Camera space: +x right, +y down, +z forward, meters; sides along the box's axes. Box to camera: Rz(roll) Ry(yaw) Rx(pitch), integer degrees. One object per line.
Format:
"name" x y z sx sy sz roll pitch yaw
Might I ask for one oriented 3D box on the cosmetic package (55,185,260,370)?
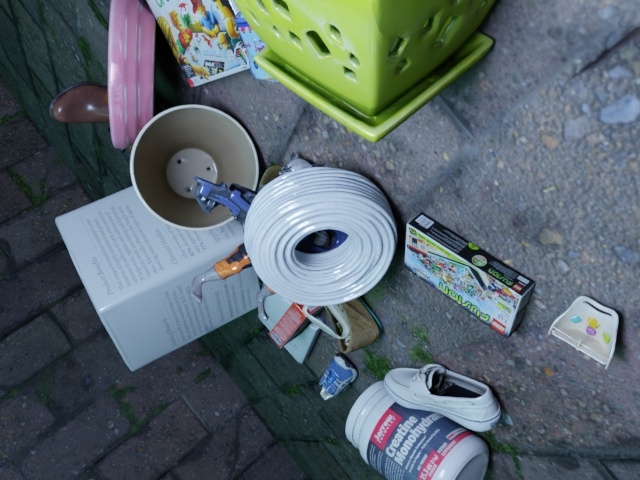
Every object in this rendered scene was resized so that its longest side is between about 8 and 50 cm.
"cosmetic package" -0.413 0.062 1.492 0.329 0.393 0.327 52 158 30

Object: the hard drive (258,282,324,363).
"hard drive" -0.095 0.228 1.631 0.210 0.040 0.319 46 154 15

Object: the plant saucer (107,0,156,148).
"plant saucer" -0.391 -0.358 1.183 0.332 0.084 0.332 -178 90 -74

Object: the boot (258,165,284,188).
"boot" -0.113 -0.067 1.229 0.165 0.077 0.213 -128 41 -69

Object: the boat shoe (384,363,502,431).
"boat shoe" 0.226 0.289 1.105 0.267 0.096 0.088 12 129 53

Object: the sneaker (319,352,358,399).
"sneaker" 0.046 0.381 1.543 0.080 0.081 0.211 42 151 26

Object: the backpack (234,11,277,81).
"backpack" -0.045 -0.317 0.763 0.158 0.117 0.173 25 140 43

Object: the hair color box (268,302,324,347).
"hair color box" -0.054 0.193 1.403 0.053 0.093 0.167 49 136 11

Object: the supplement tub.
"supplement tub" 0.207 0.448 1.225 0.272 0.191 0.191 28 145 42

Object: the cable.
"cable" 0.000 0.000 0.946 0.089 0.257 0.257 -101 30 -48

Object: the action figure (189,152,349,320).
"action figure" -0.125 -0.026 1.064 0.341 0.330 0.178 29 -168 -33

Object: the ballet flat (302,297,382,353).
"ballet flat" -0.001 0.102 1.212 0.342 0.124 0.116 58 156 -9

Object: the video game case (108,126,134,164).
"video game case" -0.586 -0.272 1.836 0.248 0.035 0.275 -2 120 61

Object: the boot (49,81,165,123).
"boot" -0.482 -0.288 1.379 0.280 0.264 0.096 40 127 29

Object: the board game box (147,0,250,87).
"board game box" -0.203 -0.391 1.007 0.305 0.053 0.193 10 131 56

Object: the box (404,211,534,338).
"box" 0.222 0.052 0.872 0.207 0.036 0.114 36 150 32

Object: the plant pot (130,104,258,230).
"plant pot" -0.287 -0.155 1.272 0.256 0.256 0.274 58 170 -11

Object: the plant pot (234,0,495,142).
"plant pot" 0.049 -0.251 0.571 0.227 0.228 0.207 39 159 27

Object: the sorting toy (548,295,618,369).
"sorting toy" 0.351 0.110 0.727 0.083 0.045 0.075 34 142 36
